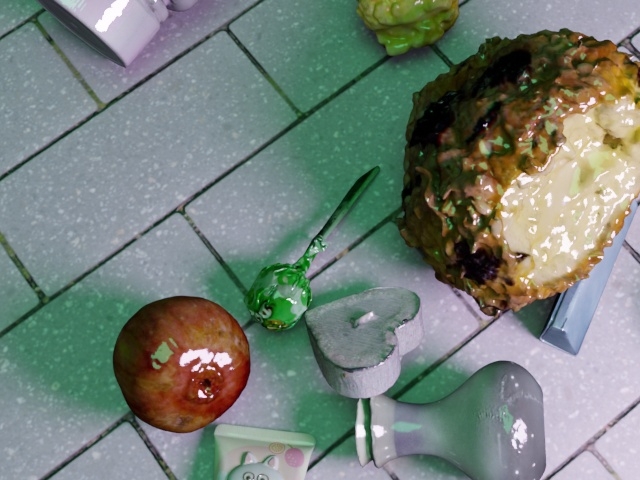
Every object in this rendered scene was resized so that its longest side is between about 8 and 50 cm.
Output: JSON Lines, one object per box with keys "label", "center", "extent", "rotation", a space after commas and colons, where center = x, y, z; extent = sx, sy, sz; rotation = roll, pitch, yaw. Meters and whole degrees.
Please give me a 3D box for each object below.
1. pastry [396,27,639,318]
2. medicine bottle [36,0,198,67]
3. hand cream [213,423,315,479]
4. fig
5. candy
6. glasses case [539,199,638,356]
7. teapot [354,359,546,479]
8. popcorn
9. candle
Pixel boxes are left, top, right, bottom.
{"label": "pastry", "center": [0.268, -0.116, 1.313], "extent": [0.405, 0.292, 0.337], "rotation": [-58, 34, 6]}
{"label": "medicine bottle", "center": [-0.294, -0.467, 1.484], "extent": [0.256, 0.256, 0.325], "rotation": [36, 83, 13]}
{"label": "hand cream", "center": [-0.096, 0.406, 1.271], "extent": [0.147, 0.093, 0.306], "rotation": [5, 62, 4]}
{"label": "fig", "center": [-0.204, 0.168, 1.307], "extent": [0.205, 0.205, 0.205], "rotation": [-1, 71, 2]}
{"label": "candy", "center": [0.001, -0.001, 1.411], "extent": [0.097, 0.097, 0.323], "rotation": [31, 66, 12]}
{"label": "glasses case", "center": [0.394, 0.029, 1.382], "extent": [0.056, 0.105, 0.266], "rotation": [15, 69, 34]}
{"label": "teapot", "center": [0.178, 0.255, 1.269], "extent": [0.250, 0.183, 0.184], "rotation": [-2, 70, 14]}
{"label": "popcorn", "center": [0.141, -0.392, 1.503], "extent": [0.179, 0.170, 0.180], "rotation": [4, 54, -6]}
{"label": "candle", "center": [0.053, 0.137, 1.327], "extent": [0.168, 0.068, 0.192], "rotation": [9, 37, 31]}
